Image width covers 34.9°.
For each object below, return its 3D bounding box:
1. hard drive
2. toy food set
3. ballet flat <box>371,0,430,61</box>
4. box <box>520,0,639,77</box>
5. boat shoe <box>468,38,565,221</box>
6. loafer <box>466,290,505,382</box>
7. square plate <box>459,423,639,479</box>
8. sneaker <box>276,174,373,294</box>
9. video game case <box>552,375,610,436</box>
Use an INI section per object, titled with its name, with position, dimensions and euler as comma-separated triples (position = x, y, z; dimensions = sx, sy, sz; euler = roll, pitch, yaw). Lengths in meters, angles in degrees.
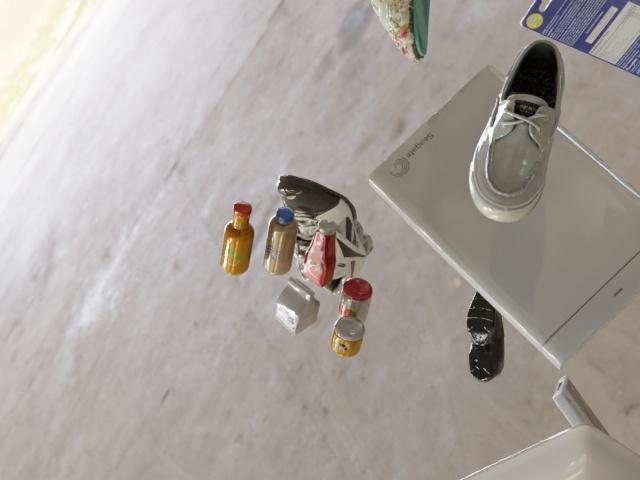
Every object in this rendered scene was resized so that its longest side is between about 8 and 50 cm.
[hard drive]
position = 0.264, -0.039, 1.326
dimensions = 0.233, 0.353, 0.047
euler = -43, -20, -4
[toy food set]
position = -0.017, 0.036, 1.299
dimensions = 0.111, 0.232, 0.104
euler = -29, -36, -38
[ballet flat]
position = 0.108, -0.335, 1.346
dimensions = 0.077, 0.091, 0.241
euler = -4, 62, 21
[box]
position = 0.440, -0.345, 1.582
dimensions = 0.136, 0.225, 0.036
euler = 121, 168, -55
[boat shoe]
position = 0.208, -0.123, 1.063
dimensions = 0.081, 0.079, 0.227
euler = 88, -161, -52
[loafer]
position = 0.299, 0.164, 1.812
dimensions = 0.062, 0.061, 0.170
euler = 11, 104, 42
[square plate]
position = 0.272, 0.357, 1.150
dimensions = 0.344, 0.347, 0.049
euler = -36, 33, 35
[sneaker]
position = 0.000, 0.000, 1.897
dimensions = 0.122, 0.330, 0.146
euler = 14, 69, 32
[video game case]
position = 0.484, 0.339, 1.825
dimensions = 0.022, 0.190, 0.173
euler = -37, -8, 16
